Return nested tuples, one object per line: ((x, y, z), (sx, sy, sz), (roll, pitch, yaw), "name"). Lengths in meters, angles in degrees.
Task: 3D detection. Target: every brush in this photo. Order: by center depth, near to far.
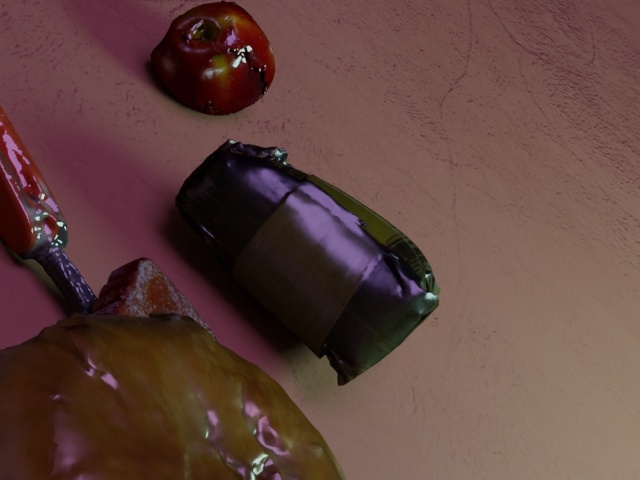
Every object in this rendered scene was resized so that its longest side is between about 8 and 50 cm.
((-0.312, -0.061, 1.883), (0.051, 0.070, 0.323), (-23, 75, -49), "brush")

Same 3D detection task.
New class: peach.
((-0.114, -0.200, 2.238), (0.092, 0.127, 0.172), (59, 9, 33), "peach")

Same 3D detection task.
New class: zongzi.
((0.000, 0.000, 2.134), (0.289, 0.154, 0.317), (44, 13, 4), "zongzi")

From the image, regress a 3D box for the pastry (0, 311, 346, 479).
((-0.153, 0.241, 1.567), (0.410, 0.245, 0.409), (31, 37, -27), "pastry")

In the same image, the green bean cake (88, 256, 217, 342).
((-0.167, 0.102, 1.854), (0.135, 0.056, 0.135), (51, 31, -24), "green bean cake")
